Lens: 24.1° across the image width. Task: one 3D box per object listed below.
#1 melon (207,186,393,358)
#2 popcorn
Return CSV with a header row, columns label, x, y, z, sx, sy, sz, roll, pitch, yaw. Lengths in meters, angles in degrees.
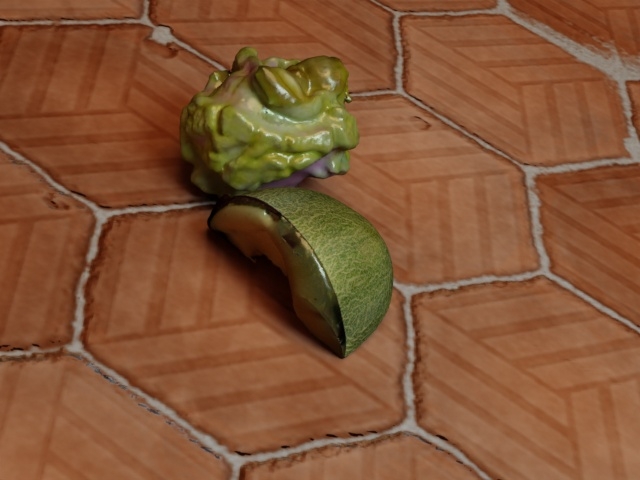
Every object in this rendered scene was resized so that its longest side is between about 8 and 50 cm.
label,x,y,z,sx,sy,sz,roll,pitch,yaw
melon,0.000,0.000,1.143,0.128,0.079,0.160,-23,55,-42
popcorn,-0.041,-0.091,1.202,0.145,0.126,0.126,-3,12,1
